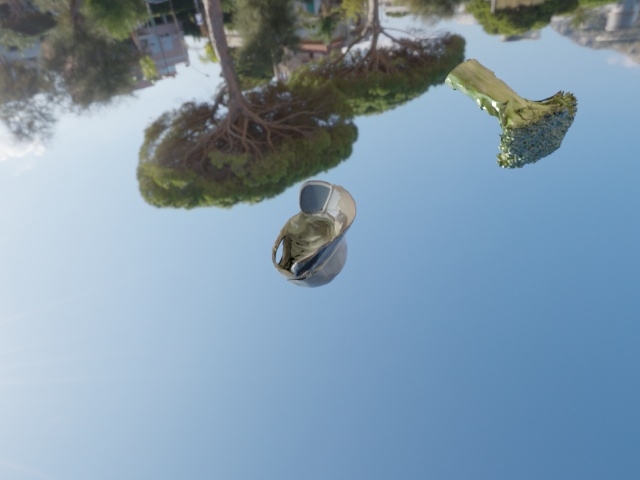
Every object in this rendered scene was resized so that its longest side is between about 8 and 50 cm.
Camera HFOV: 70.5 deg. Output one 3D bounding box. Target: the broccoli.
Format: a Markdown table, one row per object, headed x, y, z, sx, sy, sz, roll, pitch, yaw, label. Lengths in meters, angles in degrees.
| x | y | z | sx | sy | sz | roll | pitch | yaw | label |
| --- | --- | --- | --- | --- | --- | --- | --- | --- | --- |
| 0.492 | -0.354 | 1.242 | 0.362 | 0.221 | 0.252 | 27 | -99 | 18 | broccoli |

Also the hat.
| x | y | z | sx | sy | sz | roll | pitch | yaw | label |
| --- | --- | --- | --- | --- | --- | --- | --- | --- | --- |
| 0.001 | -0.005 | 1.033 | 0.161 | 0.275 | 0.231 | 15 | -128 | -23 | hat |
